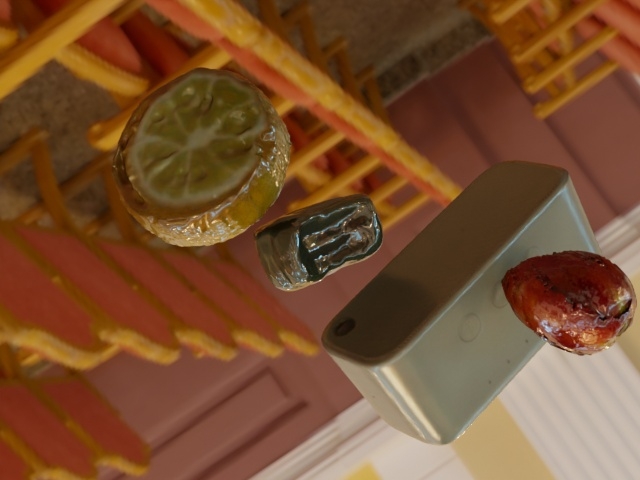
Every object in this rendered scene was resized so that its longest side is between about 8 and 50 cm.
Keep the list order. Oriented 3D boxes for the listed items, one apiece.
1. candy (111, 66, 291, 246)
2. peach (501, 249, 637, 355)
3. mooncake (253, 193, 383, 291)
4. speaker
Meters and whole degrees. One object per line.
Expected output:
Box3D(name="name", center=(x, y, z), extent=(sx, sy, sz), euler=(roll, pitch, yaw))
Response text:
Box3D(name="candy", center=(-0.167, -0.116, 1.655), extent=(0.260, 0.260, 0.118), euler=(-36, 146, 6))
Box3D(name="peach", center=(0.322, 0.069, 1.517), extent=(0.092, 0.172, 0.127), euler=(110, 5, -58))
Box3D(name="mooncake", center=(0.000, 0.000, 1.632), extent=(0.175, 0.104, 0.168), euler=(-21, -179, 4))
Box3D(name="speaker", center=(0.211, 0.085, 1.656), extent=(0.406, 0.184, 0.183), euler=(-43, -152, -19))
